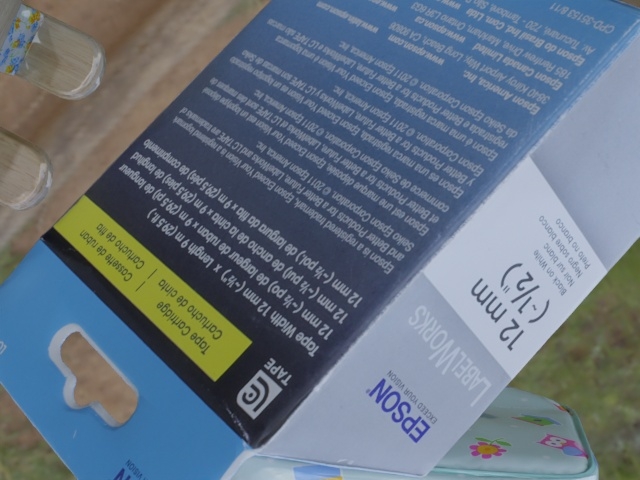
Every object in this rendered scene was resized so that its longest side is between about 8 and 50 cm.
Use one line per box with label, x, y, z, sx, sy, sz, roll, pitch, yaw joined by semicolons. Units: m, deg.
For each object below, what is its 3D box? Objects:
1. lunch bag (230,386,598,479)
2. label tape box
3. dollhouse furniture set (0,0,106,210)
lunch bag;0.057;0.178;1.017;0.279;0.108;0.224;2;-169;2
label tape box;0.000;0.000;0.757;0.348;0.249;0.115;-48;131;-6
dollhouse furniture set;-0.166;-0.121;0.746;0.242;0.161;0.212;-64;163;3
